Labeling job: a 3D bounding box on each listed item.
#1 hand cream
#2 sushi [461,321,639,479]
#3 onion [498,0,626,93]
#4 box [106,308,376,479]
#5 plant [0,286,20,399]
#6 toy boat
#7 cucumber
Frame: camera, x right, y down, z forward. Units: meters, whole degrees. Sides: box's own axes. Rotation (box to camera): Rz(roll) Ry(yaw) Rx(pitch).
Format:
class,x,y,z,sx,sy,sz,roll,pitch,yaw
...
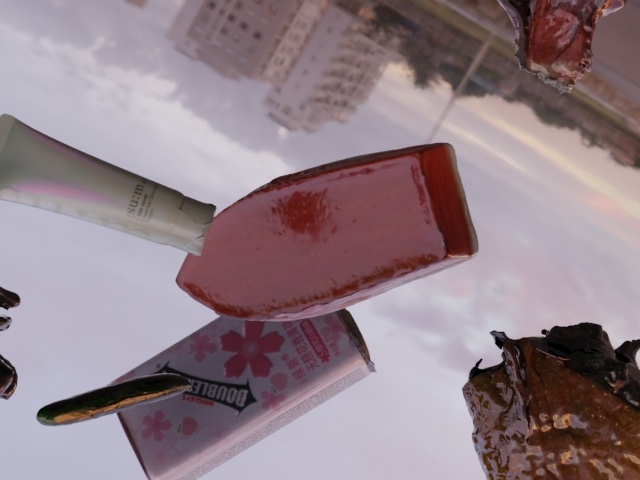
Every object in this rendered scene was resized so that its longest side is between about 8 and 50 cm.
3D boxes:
class,x,y,z,sx,sy,sz,roll,pitch,yaw
hand cream,-0.193,-0.042,0.857,0.205,0.078,0.050,20,167,-9
sushi,0.217,0.145,0.762,0.287,0.149,0.140,19,-118,-47
onion,0.235,-0.304,0.876,0.267,0.349,0.159,13,-171,28
box,-0.115,0.201,1.457,0.190,0.369,0.112,57,178,23
plant,-0.452,0.099,1.103,0.199,0.188,0.276,-17,-144,-26
toy boat,0.000,0.000,0.992,0.133,0.332,0.145,-11,-94,-61
cucumber,-0.227,0.174,1.088,0.184,0.033,0.036,-12,-148,-34
